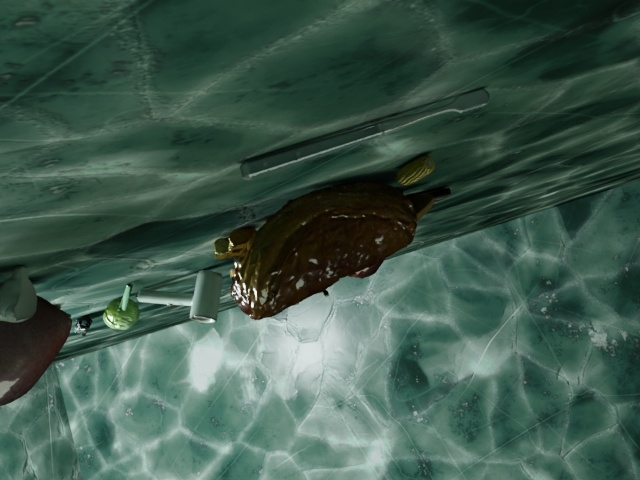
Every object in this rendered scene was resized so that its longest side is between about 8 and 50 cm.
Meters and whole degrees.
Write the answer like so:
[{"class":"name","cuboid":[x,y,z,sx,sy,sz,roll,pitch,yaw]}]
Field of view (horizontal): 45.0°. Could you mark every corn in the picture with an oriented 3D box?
[{"class":"corn","cuboid":[0.170,-0.124,1.370,0.037,0.037,0.092,-13,173,-29]}]

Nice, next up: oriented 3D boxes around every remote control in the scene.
[{"class":"remote control","cuboid":[0.203,-0.087,1.796,0.212,0.028,0.059,-14,172,-15]}]

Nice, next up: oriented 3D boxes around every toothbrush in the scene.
[{"class":"toothbrush","cuboid":[0.057,-0.140,1.023,0.342,0.025,0.030,-17,176,2]}]

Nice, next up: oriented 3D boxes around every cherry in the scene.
[{"class":"cherry","cuboid":[-0.604,0.189,1.455,0.239,0.206,0.239,-53,-172,11]}]

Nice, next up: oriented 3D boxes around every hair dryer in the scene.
[{"class":"hair dryer","cuboid":[-0.380,0.145,2.061,0.236,0.131,0.073,1,162,15]}]

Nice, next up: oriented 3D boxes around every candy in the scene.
[{"class":"candy","cuboid":[-0.515,0.163,2.030,0.092,0.093,0.335,-61,-176,-26]}]

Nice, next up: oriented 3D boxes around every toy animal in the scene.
[{"class":"toy animal","cuboid":[-0.572,0.122,1.293,0.181,0.131,0.127,-7,153,8]}]

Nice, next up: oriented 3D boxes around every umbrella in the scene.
[{"class":"umbrella","cuboid":[-0.736,0.267,2.379,0.046,0.050,0.188,10,164,-21]}]

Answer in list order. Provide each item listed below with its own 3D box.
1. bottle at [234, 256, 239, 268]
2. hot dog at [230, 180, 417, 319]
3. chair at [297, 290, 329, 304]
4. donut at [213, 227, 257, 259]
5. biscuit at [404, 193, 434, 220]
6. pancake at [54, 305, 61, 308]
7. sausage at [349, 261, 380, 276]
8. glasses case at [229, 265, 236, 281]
[{"class":"bottle","cuboid":[-0.063,0.027,1.702,0.253,0.096,0.079,-2,-142,10]},{"class":"hot dog","cuboid":[0.000,0.000,1.453,0.387,0.174,0.267,-26,179,-19]},{"class":"chair","cuboid":[-0.055,0.068,2.173,0.106,0.113,0.229,-14,-142,-8]},{"class":"donut","cuboid":[-0.169,0.004,1.593,0.108,0.043,0.097,-23,171,36]},{"class":"biscuit","cuboid":[0.133,-0.042,1.654,0.250,0.162,0.035,-24,130,-9]},{"class":"pancake","cuboid":[-0.690,0.176,1.892,0.114,0.011,0.115,-16,173,-2]},{"class":"sausage","cuboid":[0.086,0.015,1.854,0.152,0.152,0.279,-17,175,7]},{"class":"glasses case","cuboid":[-0.078,0.049,2.008,0.320,0.082,0.122,-17,179,-11]}]
